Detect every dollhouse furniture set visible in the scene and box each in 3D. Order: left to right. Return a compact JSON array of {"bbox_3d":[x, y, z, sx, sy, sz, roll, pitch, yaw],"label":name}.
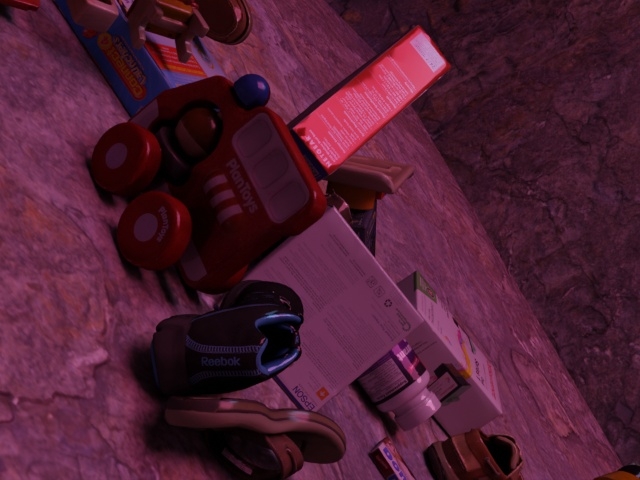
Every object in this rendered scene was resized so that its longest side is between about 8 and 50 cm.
[{"bbox_3d":[-0.315,-0.422,1.468,0.374,0.201,0.152,11,43,-40],"label":"dollhouse furniture set"}]

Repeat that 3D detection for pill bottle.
[{"bbox_3d":[0.116,0.220,1.719,0.193,0.108,0.108,55,16,1],"label":"pill bottle"}]

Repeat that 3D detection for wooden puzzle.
[{"bbox_3d":[-0.002,-0.127,1.916,0.322,0.080,0.348,13,9,10],"label":"wooden puzzle"}]

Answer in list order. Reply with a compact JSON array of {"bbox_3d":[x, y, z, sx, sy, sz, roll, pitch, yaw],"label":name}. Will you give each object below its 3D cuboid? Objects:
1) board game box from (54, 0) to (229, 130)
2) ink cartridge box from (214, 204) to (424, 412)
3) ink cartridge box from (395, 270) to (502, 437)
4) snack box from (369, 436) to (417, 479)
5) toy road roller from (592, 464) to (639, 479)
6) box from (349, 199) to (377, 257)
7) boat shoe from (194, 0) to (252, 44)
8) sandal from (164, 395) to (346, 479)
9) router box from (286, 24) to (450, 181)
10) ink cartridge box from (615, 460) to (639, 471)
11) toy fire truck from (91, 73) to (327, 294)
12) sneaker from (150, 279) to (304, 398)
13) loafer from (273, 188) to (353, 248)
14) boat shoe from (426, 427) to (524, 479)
[{"bbox_3d":[-0.292,-0.331,1.735,0.302,0.086,0.308,56,16,6],"label":"board game box"},{"bbox_3d":[-0.003,0.102,1.470,0.223,0.224,0.045,52,-6,-11],"label":"ink cartridge box"},{"bbox_3d":[0.228,0.226,2.009,0.278,0.117,0.201,51,16,-13],"label":"ink cartridge box"},{"bbox_3d":[0.140,0.392,1.588,0.178,0.022,0.064,56,17,5],"label":"snack box"},{"bbox_3d":[0.495,0.528,1.611,0.202,0.241,0.329,-172,-109,-70],"label":"toy road roller"},{"bbox_3d":[0.065,0.032,1.880,0.232,0.059,0.183,-64,157,-72],"label":"box"},{"bbox_3d":[-0.246,-0.465,1.814,0.307,0.110,0.104,48,18,17],"label":"boat shoe"},{"bbox_3d":[-0.078,0.237,1.178,0.303,0.120,0.086,27,59,-55],"label":"sandal"},{"bbox_3d":[-0.005,-0.158,1.547,0.301,0.335,0.082,-43,99,-32],"label":"router box"},{"bbox_3d":[0.563,0.529,1.822,0.219,0.160,0.092,49,17,-13],"label":"ink cartridge box"},{"bbox_3d":[-0.143,-0.089,1.351,0.169,0.254,0.302,30,29,-55],"label":"toy fire truck"},{"bbox_3d":[-0.074,0.126,1.267,0.341,0.140,0.125,-28,113,-69],"label":"sneaker"},{"bbox_3d":[0.000,0.000,1.667,0.133,0.130,0.366,54,-6,0],"label":"loafer"},{"bbox_3d":[0.316,0.416,1.861,0.324,0.120,0.122,30,29,-55],"label":"boat shoe"}]
